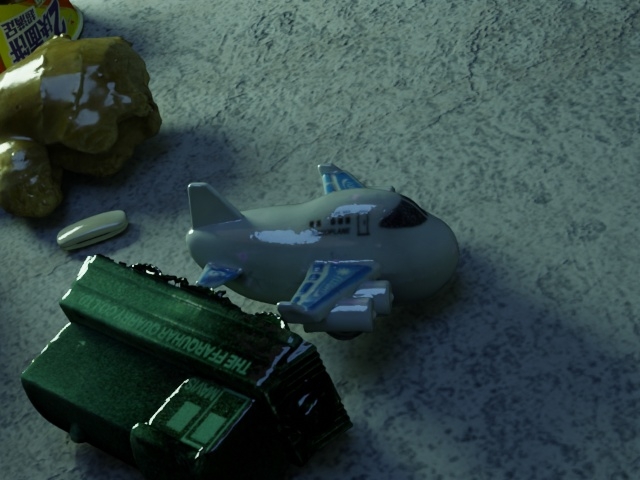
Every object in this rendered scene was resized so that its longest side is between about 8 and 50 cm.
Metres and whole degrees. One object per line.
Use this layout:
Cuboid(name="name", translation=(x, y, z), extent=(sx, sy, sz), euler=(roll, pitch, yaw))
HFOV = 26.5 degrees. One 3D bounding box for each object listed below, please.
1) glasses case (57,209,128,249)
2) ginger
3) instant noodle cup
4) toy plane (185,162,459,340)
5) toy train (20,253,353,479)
Cuboid(name="glasses case", translation=(-0.259, -0.012, 1.543), extent=(0.083, 0.021, 0.032), euler=(-19, 40, 1))
Cuboid(name="ginger", translation=(-0.369, -0.110, 1.666), extent=(0.375, 0.166, 0.236), euler=(-30, 71, 24))
Cuboid(name="instant noodle cup", translation=(-0.459, -0.343, 1.891), extent=(0.213, 0.174, 0.213), euler=(-12, 41, 10))
Cuboid(name="toy plane", translation=(0.001, 0.005, 1.312), extent=(0.267, 0.123, 0.267), euler=(-1, 32, 1))
Cuboid(name="toy train", translation=(-0.137, 0.133, 1.240), extent=(0.330, 0.138, 0.178), euler=(18, 56, 38))
